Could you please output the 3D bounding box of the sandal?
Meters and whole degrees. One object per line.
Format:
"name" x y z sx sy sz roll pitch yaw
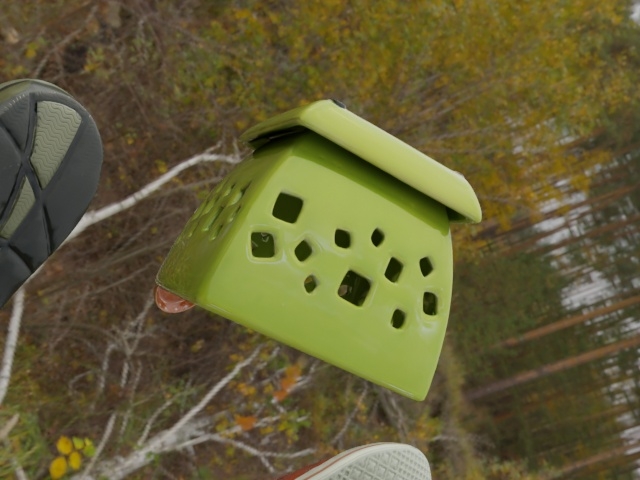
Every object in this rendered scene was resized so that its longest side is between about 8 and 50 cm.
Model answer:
"sandal" -0.250 0.026 0.456 0.086 0.303 0.120 29 -21 33

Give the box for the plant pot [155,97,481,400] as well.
"plant pot" 0.000 0.000 0.753 0.227 0.207 0.228 27 -7 -19

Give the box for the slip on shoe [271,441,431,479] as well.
"slip on shoe" -0.006 0.322 0.975 0.101 0.331 0.123 -3 -82 61

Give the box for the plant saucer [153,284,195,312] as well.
"plant saucer" -0.164 0.051 0.964 0.013 0.083 0.083 42 -3 35
